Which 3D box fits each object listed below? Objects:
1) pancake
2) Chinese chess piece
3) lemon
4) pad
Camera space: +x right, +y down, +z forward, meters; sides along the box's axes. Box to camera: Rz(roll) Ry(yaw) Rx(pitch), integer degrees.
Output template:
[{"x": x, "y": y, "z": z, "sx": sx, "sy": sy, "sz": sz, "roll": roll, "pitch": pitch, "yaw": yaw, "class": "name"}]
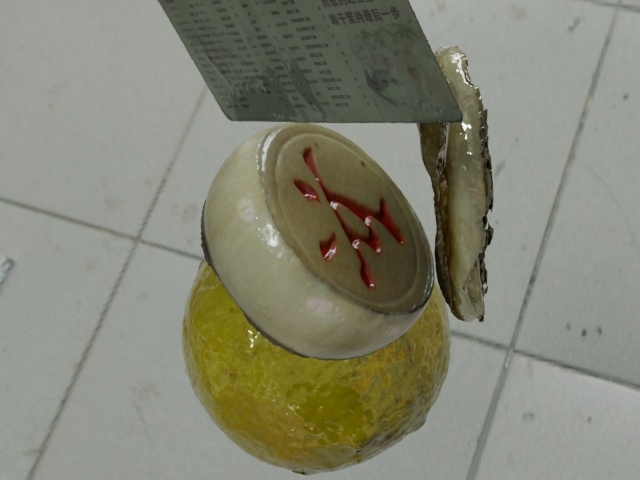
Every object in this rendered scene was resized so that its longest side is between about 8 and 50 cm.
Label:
[{"x": 0.133, "y": -0.055, "z": 1.089, "sx": 0.049, "sy": 0.282, "sz": 0.282, "roll": -7, "pitch": 66, "yaw": 1, "class": "pancake"}, {"x": 0.000, "y": 0.000, "z": 1.097, "sx": 0.103, "sy": 0.250, "sz": 0.249, "roll": -40, "pitch": 59, "yaw": 34, "class": "Chinese chess piece"}, {"x": -0.009, "y": 0.116, "z": 1.437, "sx": 0.350, "sy": 0.350, "sz": 0.387, "roll": -19, "pitch": 109, "yaw": 1, "class": "lemon"}, {"x": -0.029, "y": -0.142, "z": 0.736, "sx": 0.009, "sy": 0.159, "sz": 0.265, "roll": -44, "pitch": 30, "yaw": -26, "class": "pad"}]
